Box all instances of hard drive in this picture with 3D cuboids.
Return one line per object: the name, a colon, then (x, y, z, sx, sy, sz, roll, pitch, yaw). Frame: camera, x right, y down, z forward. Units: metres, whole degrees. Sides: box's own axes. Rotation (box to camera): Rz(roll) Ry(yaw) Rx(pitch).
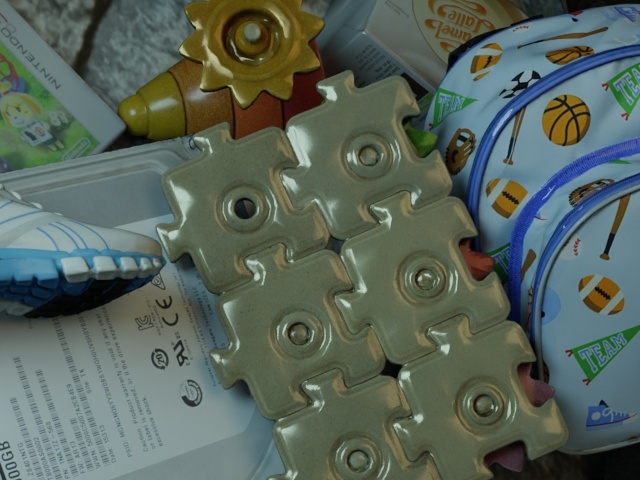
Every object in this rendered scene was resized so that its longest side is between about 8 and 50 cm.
hard drive: (-0.153, 0.078, 1.029, 0.339, 0.064, 0.237, -15, 81, -43)

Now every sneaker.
sneaker: (-0.164, -0.005, 0.966, 0.190, 0.071, 0.083, 0, 65, -42)

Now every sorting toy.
sorting toy: (-0.107, -0.208, 1.240, 0.126, 0.127, 0.366, -13, 81, -20)

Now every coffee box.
coffee box: (0.114, -0.094, 1.355, 0.246, 0.098, 0.141, 38, 46, -15)

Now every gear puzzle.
gear puzzle: (0.000, 0.000, 1.090, 0.175, 0.044, 0.339, -23, 83, -7)

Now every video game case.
video game case: (-0.238, -0.081, 1.107, 0.193, 0.023, 0.212, 46, 44, -7)

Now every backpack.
backpack: (0.182, -0.009, 1.173, 0.276, 0.213, 0.263, -17, 111, -17)

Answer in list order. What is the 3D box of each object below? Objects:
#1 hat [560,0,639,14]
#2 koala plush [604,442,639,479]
hat: (0.343, -0.151, 1.519, 0.331, 0.134, 0.331, 34, 28, -21)
koala plush: (0.328, 0.228, 1.269, 0.221, 0.196, 0.203, 39, 40, -28)
